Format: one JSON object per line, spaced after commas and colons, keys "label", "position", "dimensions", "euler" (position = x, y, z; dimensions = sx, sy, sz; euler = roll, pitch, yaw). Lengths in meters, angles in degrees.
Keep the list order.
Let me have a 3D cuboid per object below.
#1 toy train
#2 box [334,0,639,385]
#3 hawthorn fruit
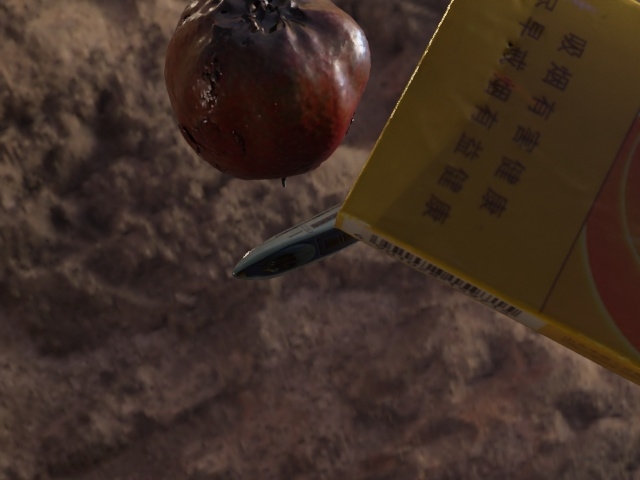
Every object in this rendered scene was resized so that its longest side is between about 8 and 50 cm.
{"label": "toy train", "position": [-0.001, 0.000, 1.862], "dimensions": [0.252, 0.055, 0.048], "euler": [-27, -140, -18]}
{"label": "box", "position": [0.159, -0.012, 0.614], "dimensions": [0.269, 0.043, 0.152], "euler": [28, -100, 2]}
{"label": "hawthorn fruit", "position": [-0.048, -0.120, 1.224], "dimensions": [0.181, 0.235, 0.181], "euler": [0, -133, 0]}
